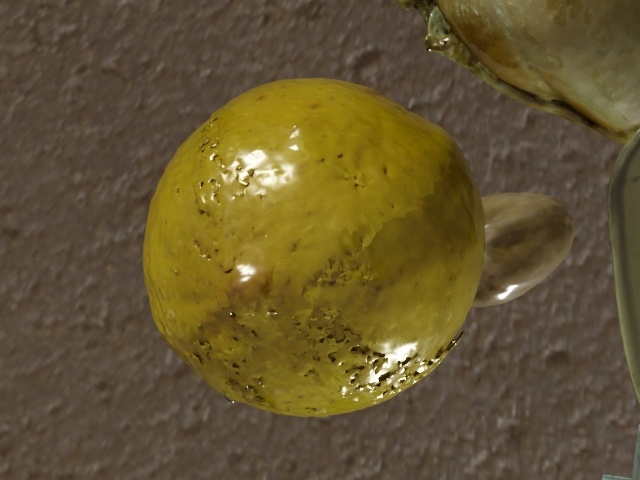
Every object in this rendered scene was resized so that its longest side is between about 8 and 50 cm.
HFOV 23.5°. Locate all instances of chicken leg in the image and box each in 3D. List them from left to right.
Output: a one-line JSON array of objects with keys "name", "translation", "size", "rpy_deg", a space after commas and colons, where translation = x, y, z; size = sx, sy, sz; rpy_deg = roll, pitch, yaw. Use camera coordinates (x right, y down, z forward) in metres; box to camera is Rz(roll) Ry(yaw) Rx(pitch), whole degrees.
[{"name": "chicken leg", "translation": [0.258, -0.122, 1.272], "size": [0.201, 0.153, 0.429], "rpy_deg": [-48, 113, -6]}]

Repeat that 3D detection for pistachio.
[{"name": "pistachio", "translation": [0.187, 0.007, 1.569], "size": [0.108, 0.185, 0.126], "rpy_deg": [55, 151, 23]}]

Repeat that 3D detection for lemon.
[{"name": "lemon", "translation": [0.000, 0.000, 1.183], "size": [0.258, 0.310, 0.258], "rpy_deg": [5, 115, 11]}]

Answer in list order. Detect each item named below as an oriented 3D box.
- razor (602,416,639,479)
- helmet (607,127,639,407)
[{"name": "razor", "translation": [0.429, 0.297, 2.059], "size": [0.106, 0.068, 0.232], "rpy_deg": [5, 141, 12]}, {"name": "helmet", "translation": [0.229, 0.012, 0.689], "size": [0.204, 0.137, 0.257], "rpy_deg": [-23, 106, 10]}]
